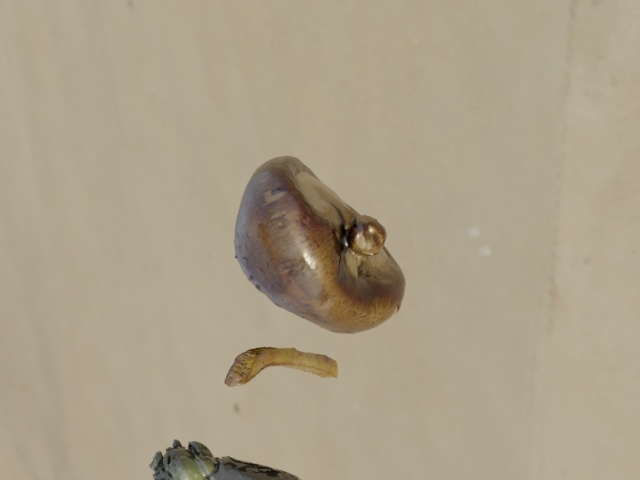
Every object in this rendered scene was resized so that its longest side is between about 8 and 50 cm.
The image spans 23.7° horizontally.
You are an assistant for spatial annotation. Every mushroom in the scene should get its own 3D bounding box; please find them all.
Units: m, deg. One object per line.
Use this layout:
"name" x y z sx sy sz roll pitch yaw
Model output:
"mushroom" -0.010 0.011 1.660 0.231 0.138 0.194 42 179 -36

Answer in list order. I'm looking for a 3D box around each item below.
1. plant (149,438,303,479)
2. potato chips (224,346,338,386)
"plant" -0.086 0.229 1.351 0.094 0.143 0.092 38 -118 -77
"potato chips" -0.030 0.114 1.402 0.026 0.204 0.037 9 91 24
